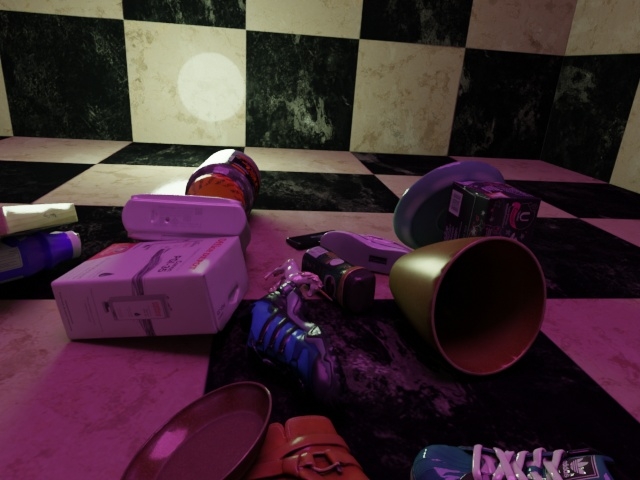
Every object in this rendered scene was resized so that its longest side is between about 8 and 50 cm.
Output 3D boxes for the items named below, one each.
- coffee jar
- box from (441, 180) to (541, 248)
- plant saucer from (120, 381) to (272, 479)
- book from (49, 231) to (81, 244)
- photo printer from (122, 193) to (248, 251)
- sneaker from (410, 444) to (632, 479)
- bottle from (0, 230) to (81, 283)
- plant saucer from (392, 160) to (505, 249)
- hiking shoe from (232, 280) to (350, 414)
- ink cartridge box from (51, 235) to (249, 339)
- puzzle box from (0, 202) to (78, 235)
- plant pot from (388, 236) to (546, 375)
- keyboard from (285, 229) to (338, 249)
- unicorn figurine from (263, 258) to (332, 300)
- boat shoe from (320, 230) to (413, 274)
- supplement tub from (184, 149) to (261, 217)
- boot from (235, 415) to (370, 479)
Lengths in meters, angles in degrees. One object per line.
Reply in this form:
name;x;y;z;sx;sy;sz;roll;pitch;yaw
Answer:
coffee jar;0.040;0.085;1.000;0.079;0.096;0.184;-15;28;-36
box;0.396;-0.006;1.093;0.142;0.247;0.163;0;21;-15
plant saucer;-0.137;0.246;0.528;0.198;0.036;0.198;-26;14;7
book;-0.702;0.015;1.146;0.096;0.035;0.144;7;22;20
photo printer;-0.297;-0.028;1.085;0.256;0.107;0.307;3;-8;-5
sneaker;0.255;0.274;0.499;0.302;0.121;0.108;11;21;18
bottle;-0.678;0.040;0.984;0.118;0.092;0.283;10;20;38
plant saucer;0.353;-0.071;1.214;0.317;0.318;0.044;-2;45;-15
hiking shoe;-0.051;0.186;0.740;0.132;0.113;0.304;-24;27;-11
ink cartridge box;-0.301;0.082;0.853;0.283;0.117;0.207;-4;19;9
puzzle box;-0.718;-0.024;0.952;0.272;0.052;0.409;-13;8;-10
plant pot;0.243;0.099;0.870;0.237;0.237;0.254;-4;7;-20
keyboard;0.000;0.000;1.327;0.180;0.023;0.108;-11;19;-34
unicorn figurine;-0.061;0.088;0.992;0.111;0.060;0.162;-30;46;0
boat shoe;0.128;0.032;1.187;0.258;0.095;0.084;19;19;10
supplement tub;-0.304;-0.161;1.435;0.207;0.207;0.338;3;21;-3
boot;0.039;0.284;0.491;0.283;0.109;0.220;-8;19;-11
